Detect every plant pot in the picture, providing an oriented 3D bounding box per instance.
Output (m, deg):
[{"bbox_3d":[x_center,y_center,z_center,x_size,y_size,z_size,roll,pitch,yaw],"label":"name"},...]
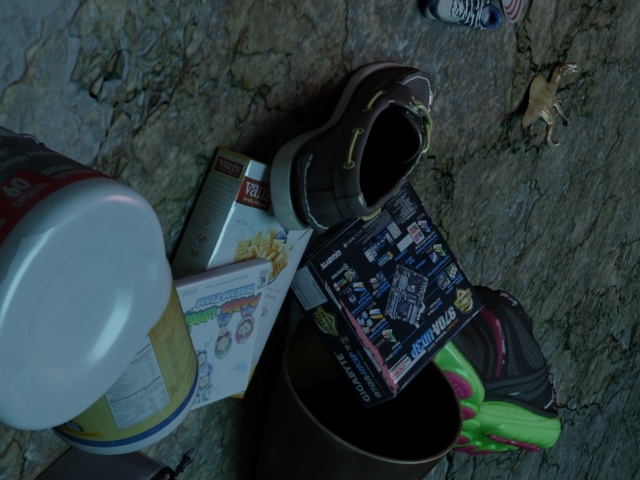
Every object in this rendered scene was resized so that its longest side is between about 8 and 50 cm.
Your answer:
[{"bbox_3d":[0.016,0.244,1.790,0.215,0.215,0.230,-27,151,-50],"label":"plant pot"}]

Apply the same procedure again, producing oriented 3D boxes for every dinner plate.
[{"bbox_3d":[0.219,-0.324,1.838,0.141,0.017,0.141,4,90,-70],"label":"dinner plate"}]

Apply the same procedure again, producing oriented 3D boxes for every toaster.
[{"bbox_3d":[-0.209,0.290,1.502,0.185,0.110,0.168,-43,145,-37],"label":"toaster"}]

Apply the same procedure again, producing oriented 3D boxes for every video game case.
[{"bbox_3d":[-0.113,0.096,1.515,0.157,0.019,0.143,-15,123,-52],"label":"video game case"}]

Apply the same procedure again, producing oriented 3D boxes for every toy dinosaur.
[{"bbox_3d":[0.291,-0.171,2.103,0.183,0.053,0.093,-50,134,-42],"label":"toy dinosaur"}]

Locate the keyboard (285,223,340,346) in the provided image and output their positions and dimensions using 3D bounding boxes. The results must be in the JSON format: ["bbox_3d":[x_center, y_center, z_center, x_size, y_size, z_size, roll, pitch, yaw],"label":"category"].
[{"bbox_3d":[0.000,0.000,1.752,0.072,0.014,0.256,-34,140,-53],"label":"keyboard"}]

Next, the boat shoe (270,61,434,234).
[{"bbox_3d":[0.059,-0.102,1.626,0.324,0.096,0.117,-44,128,-55],"label":"boat shoe"}]

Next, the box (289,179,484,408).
[{"bbox_3d":[0.074,0.054,1.743,0.175,0.051,0.220,58,42,-7],"label":"box"}]

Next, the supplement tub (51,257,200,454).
[{"bbox_3d":[-0.187,0.072,1.330,0.144,0.144,0.200,-49,148,-29],"label":"supplement tub"}]

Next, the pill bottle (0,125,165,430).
[{"bbox_3d":[-0.252,-0.008,0.999,0.161,0.283,0.161,-40,143,-39],"label":"pill bottle"}]

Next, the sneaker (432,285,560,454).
[{"bbox_3d":[0.165,0.147,2.036,0.483,0.185,0.202,35,49,-58],"label":"sneaker"}]

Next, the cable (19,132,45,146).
[{"bbox_3d":[-0.241,0.020,1.180,0.150,0.047,0.184,-23,96,-16],"label":"cable"}]

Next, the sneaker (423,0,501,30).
[{"bbox_3d":[0.165,-0.264,1.779,0.135,0.058,0.052,-3,114,-59],"label":"sneaker"}]

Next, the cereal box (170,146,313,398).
[{"bbox_3d":[-0.088,0.037,1.582,0.173,0.047,0.240,16,97,-62],"label":"cereal box"}]
